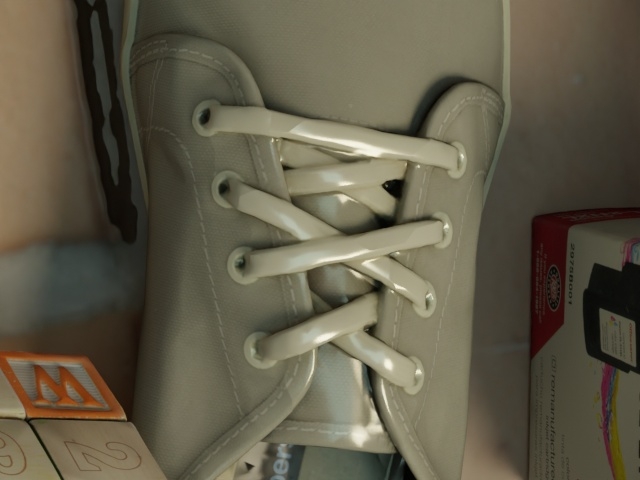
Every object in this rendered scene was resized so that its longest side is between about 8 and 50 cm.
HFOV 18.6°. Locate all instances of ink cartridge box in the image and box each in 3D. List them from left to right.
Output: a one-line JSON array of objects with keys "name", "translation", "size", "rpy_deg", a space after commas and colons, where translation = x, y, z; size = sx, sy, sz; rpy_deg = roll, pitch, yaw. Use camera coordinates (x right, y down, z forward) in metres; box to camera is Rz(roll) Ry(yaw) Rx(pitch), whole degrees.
[{"name": "ink cartridge box", "translation": [0.150, 0.058, 0.796], "size": [0.072, 0.175, 0.127], "rpy_deg": [-2, 97, -15]}]

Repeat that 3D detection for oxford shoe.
[{"name": "oxford shoe", "translation": [0.000, 0.000, 0.773], "size": [0.169, 0.130, 0.449], "rpy_deg": [6, 94, -15]}]

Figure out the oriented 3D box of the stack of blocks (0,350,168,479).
[{"name": "stack of blocks", "translation": [-0.220, 0.126, 0.674], "size": [0.297, 0.087, 0.171], "rpy_deg": [5, 120, -35]}]
